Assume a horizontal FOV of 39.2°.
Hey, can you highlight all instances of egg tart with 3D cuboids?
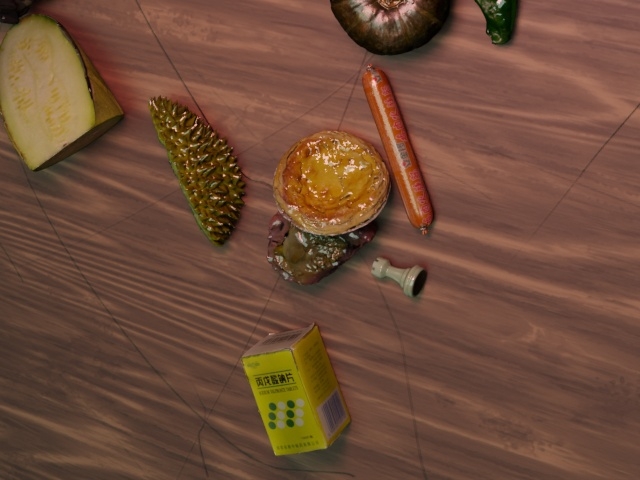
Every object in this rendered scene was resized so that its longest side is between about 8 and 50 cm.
[{"bbox_3d":[0.021,-0.108,1.769,0.234,0.234,0.094,28,159,14],"label":"egg tart"}]

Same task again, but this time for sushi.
[{"bbox_3d":[-0.004,0.017,1.855,0.241,0.107,0.162,14,116,19],"label":"sushi"}]

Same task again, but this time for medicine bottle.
[{"bbox_3d":[-0.050,0.325,1.960,0.137,0.141,0.250,-13,101,31],"label":"medicine bottle"}]

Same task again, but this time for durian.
[{"bbox_3d":[-0.274,-0.147,1.897,0.169,0.157,0.356,-16,100,45],"label":"durian"}]

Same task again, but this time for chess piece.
[{"bbox_3d":[0.157,0.069,1.825,0.103,0.067,0.067,22,115,27],"label":"chess piece"}]

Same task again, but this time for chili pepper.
[{"bbox_3d":[0.302,-0.453,1.583,0.108,0.062,0.216,1,108,31],"label":"chili pepper"}]

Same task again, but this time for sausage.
[{"bbox_3d":[0.152,-0.175,1.746,0.053,0.053,0.348,-15,100,28],"label":"sausage"}]

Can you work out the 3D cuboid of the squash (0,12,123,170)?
[{"bbox_3d":[-0.595,-0.344,1.944,0.233,0.210,0.309,-30,98,18],"label":"squash"}]

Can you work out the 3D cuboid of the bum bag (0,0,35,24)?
[{"bbox_3d":[-0.580,-0.562,1.879,0.340,0.144,0.095,-23,66,20],"label":"bum bag"}]

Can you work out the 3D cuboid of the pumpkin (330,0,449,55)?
[{"bbox_3d":[0.125,-0.444,1.611,0.223,0.157,0.224,2,103,8],"label":"pumpkin"}]
